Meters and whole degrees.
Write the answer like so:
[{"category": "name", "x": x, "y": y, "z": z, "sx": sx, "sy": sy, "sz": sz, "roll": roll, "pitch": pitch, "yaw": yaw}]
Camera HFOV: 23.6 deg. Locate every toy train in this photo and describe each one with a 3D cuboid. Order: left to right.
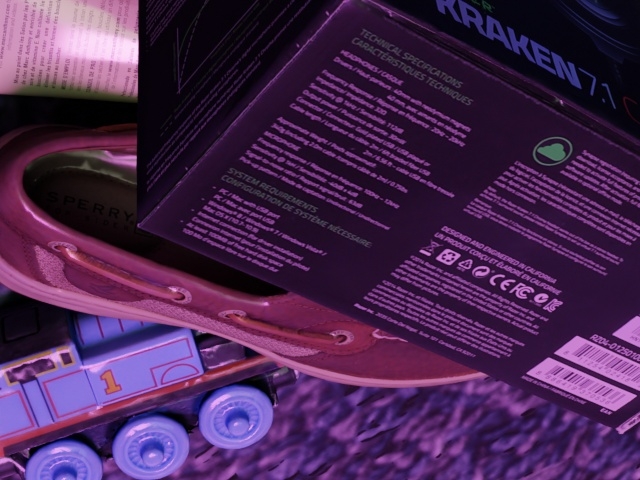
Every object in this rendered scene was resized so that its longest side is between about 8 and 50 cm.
[{"category": "toy train", "x": -0.105, "y": 0.073, "z": 0.837, "sx": 0.184, "sy": 0.080, "sz": 0.105, "roll": -17, "pitch": 121, "yaw": -4}]

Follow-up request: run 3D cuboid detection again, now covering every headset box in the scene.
[{"category": "headset box", "x": 0.058, "y": -0.098, "z": 0.648, "sx": 0.246, "sy": 0.283, "sz": 0.131, "roll": 25, "pitch": 129, "yaw": -28}]

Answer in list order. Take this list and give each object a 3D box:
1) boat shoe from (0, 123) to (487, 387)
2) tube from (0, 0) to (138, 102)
[{"category": "boat shoe", "x": 0.000, "y": 0.000, "z": 0.765, "sx": 0.342, "sy": 0.123, "sz": 0.123, "roll": 13, "pitch": 78, "yaw": -18}, {"category": "tube", "x": -0.089, "y": -0.101, "z": 0.737, "sx": 0.240, "sy": 0.070, "sz": 0.062, "roll": 5, "pitch": 164, "yaw": -16}]
